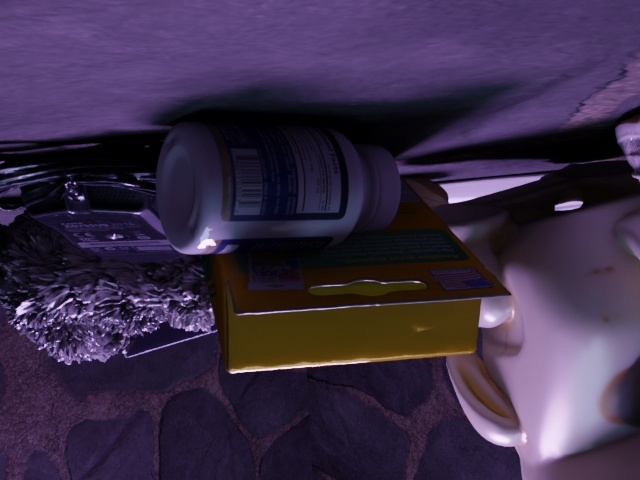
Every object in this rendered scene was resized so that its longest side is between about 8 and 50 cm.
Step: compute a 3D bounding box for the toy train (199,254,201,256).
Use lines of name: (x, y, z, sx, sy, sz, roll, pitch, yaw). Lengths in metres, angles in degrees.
toy train: (-0.103, -0.025, 0.959, 0.247, 0.105, 0.143, -3, 167, -15)

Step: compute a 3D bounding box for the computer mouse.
computer mouse: (-0.183, -0.043, 0.784, 0.188, 0.072, 0.272, -1, 166, 3)

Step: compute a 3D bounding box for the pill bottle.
pill bottle: (-0.028, -0.039, 0.643, 0.169, 0.094, 0.094, -2, 177, -32)

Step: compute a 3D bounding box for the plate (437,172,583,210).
plate: (0.287, -0.061, 1.242, 0.277, 0.045, 0.278, -5, 178, 20)

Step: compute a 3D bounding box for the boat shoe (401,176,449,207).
boat shoe: (0.000, 0.000, 1.129, 0.341, 0.110, 0.121, -9, 154, 31)

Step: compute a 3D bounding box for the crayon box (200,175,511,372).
crayon box: (0.005, 0.019, 0.750, 0.203, 0.083, 0.323, -3, -158, -11)

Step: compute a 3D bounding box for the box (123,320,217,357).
box: (-0.229, 0.086, 1.692, 0.343, 0.179, 0.312, -16, -179, -9)

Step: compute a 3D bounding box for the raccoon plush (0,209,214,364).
raccoon plush: (-0.273, 0.035, 1.034, 0.299, 0.216, 0.446, -15, 171, 40)

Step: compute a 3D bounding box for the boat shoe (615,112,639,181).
boat shoe: (0.284, -0.055, 0.667, 0.098, 0.096, 0.277, -7, 178, 18)

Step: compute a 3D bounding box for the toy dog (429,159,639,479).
toy dog: (0.300, 0.141, 0.892, 0.284, 0.408, 0.395, -19, -168, -25)
